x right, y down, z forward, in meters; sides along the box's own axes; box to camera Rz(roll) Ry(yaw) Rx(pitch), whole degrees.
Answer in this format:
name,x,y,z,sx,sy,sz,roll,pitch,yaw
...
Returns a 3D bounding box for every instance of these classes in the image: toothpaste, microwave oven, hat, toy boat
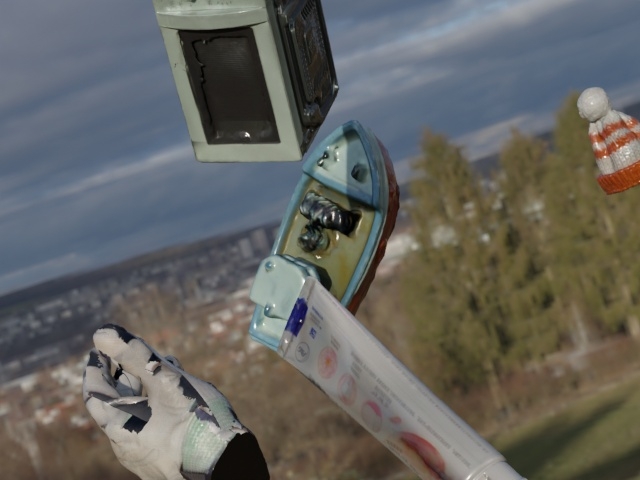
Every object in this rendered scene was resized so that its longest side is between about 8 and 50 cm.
name,x,y,z,sx,sy,sz,roll,pitch,yaw
toothpaste,0.073,0.160,1.353,0.066,0.100,0.323,-9,39,-45
microwave oven,-0.067,-0.200,1.394,0.122,0.208,0.162,1,36,20
hat,0.432,-0.153,2.101,0.112,0.162,0.093,-26,1,33
toy boat,0.000,0.000,1.888,0.145,0.331,0.133,27,10,30

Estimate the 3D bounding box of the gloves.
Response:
name,x,y,z,sx,sy,sz,roll,pitch,yaw
gloves,-0.138,0.151,1.218,0.212,0.111,0.127,20,-10,39
